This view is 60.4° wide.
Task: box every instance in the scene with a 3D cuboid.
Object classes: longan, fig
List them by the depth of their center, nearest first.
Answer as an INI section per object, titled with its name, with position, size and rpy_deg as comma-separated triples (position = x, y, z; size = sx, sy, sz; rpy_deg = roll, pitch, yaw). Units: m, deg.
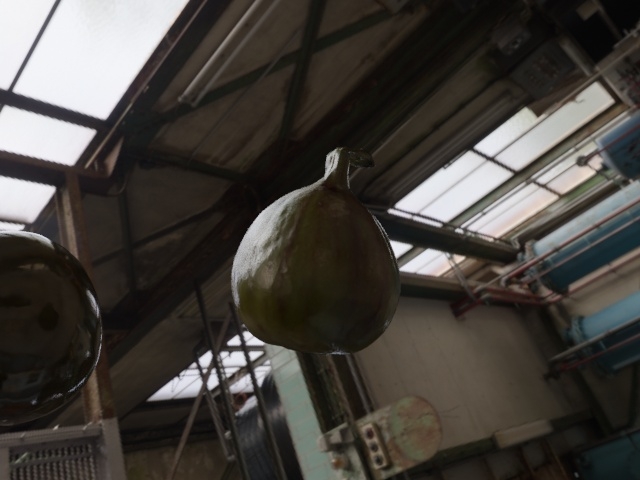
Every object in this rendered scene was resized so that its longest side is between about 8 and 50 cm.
[fig]
position = 0.007, 0.008, 0.477
size = 0.148, 0.186, 0.142
rpy_deg = 6, -169, -38
[longan]
position = -0.340, 0.096, 0.609
size = 0.198, 0.198, 0.212
rpy_deg = 15, -98, -44
